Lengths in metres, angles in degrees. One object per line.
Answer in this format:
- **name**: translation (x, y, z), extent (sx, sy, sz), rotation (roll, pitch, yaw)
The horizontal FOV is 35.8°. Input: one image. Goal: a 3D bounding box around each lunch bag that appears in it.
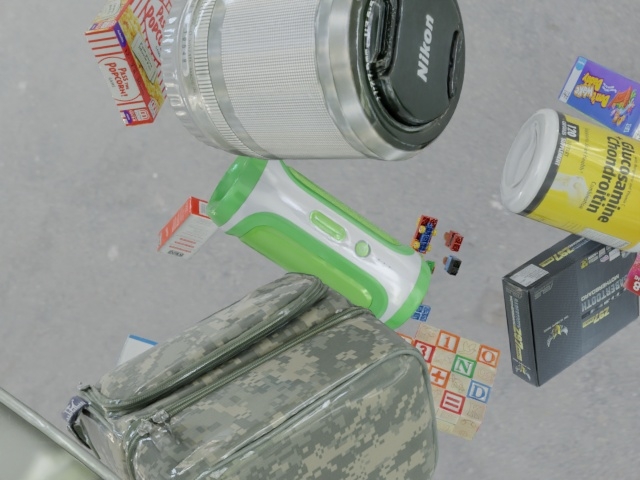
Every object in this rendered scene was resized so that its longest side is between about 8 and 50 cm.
- **lunch bag**: translation (-0.073, 0.175, 0.990), extent (0.256, 0.305, 0.212), rotation (36, 148, 47)

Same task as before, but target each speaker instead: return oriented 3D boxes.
- **speaker**: translation (0.000, 0.000, 1.314), extent (0.297, 0.131, 0.131), rotation (34, 107, -16)

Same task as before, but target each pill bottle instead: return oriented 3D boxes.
- **pill bottle**: translation (0.271, -0.049, 0.928), extent (0.184, 0.103, 0.103), rotation (18, 95, -8)

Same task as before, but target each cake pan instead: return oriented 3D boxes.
- **cake pan**: translation (-0.220, 0.128, 0.608), extent (0.293, 0.293, 0.054), rotation (19, 62, 31)

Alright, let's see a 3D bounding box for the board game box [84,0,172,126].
- **board game box**: translation (-0.249, -0.273, 1.371), extent (0.045, 0.146, 0.193), rotation (-6, 39, 16)

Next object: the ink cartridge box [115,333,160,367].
- **ink cartridge box**: translation (-0.335, 0.295, 1.990), extent (0.171, 0.233, 0.168), rotation (19, 79, -9)

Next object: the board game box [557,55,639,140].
- **board game box**: translation (0.574, -0.168, 1.537), extent (0.078, 0.347, 0.233), rotation (-66, 20, 16)

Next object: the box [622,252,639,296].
- **box**: translation (0.529, 0.028, 1.343), extent (0.128, 0.257, 0.122), rotation (32, 112, 28)

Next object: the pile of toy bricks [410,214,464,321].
- **pile of toy bricks**: translation (0.184, 0.049, 1.881), extent (0.105, 0.118, 0.212), rotation (-128, 55, -65)

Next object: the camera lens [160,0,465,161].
- **camera lens**: translation (-0.004, -0.193, 1.038), extent (0.274, 0.219, 0.219), rotation (4, 87, 39)

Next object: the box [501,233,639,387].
- **box**: translation (0.381, 0.087, 1.488), extent (0.059, 0.233, 0.183), rotation (32, 142, 49)

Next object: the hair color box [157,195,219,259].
- **hair color box**: translation (-0.243, -0.021, 1.842), extent (0.141, 0.072, 0.043), rotation (-42, 41, 42)

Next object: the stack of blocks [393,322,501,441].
- **stack of blocks**: translation (0.187, 0.256, 1.952), extent (0.297, 0.087, 0.171), rotation (19, 54, 6)
